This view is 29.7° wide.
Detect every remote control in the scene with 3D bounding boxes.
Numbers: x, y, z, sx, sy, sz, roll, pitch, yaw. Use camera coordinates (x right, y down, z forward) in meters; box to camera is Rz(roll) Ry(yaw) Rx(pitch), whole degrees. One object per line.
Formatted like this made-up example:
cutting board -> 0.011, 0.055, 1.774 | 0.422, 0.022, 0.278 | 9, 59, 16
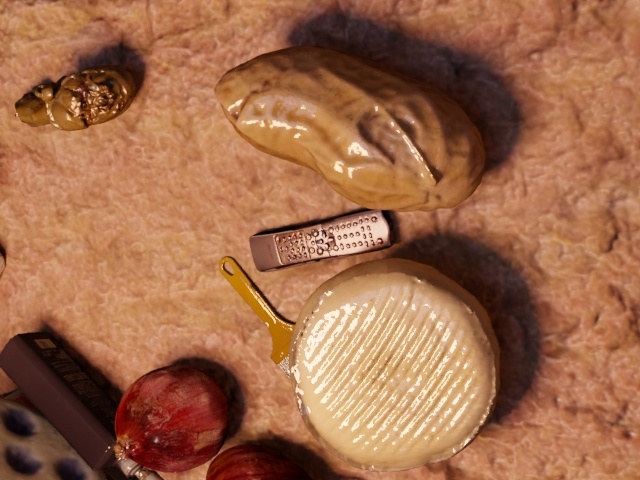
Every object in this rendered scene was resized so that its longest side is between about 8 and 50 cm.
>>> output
remote control -> 0.000, 0.000, 1.612 | 0.212, 0.028, 0.059 | -11, 95, 27

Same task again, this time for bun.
bun -> 0.097, 0.151, 1.542 | 0.287, 0.146, 0.287 | 4, 111, 10

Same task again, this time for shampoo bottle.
shampoo bottle -> -0.344, 0.258, 1.784 | 0.309, 0.098, 0.071 | 42, 102, 18

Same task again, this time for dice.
dice -> -0.485, 0.405, 1.729 | 0.264, 0.262, 0.268 | 41, 113, 11

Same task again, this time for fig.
fig -> -0.072, 0.365, 1.674 | 0.202, 0.149, 0.148 | 0, 149, 39

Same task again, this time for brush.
brush -> -0.074, 0.103, 1.685 | 0.205, 0.011, 0.083 | 50, 120, 6

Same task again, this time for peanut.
peanut -> 0.040, -0.139, 1.480 | 0.340, 0.158, 0.174 | 29, 76, 20

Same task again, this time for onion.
onion -> -0.222, 0.258, 1.696 | 0.159, 0.195, 0.159 | 10, 108, 34

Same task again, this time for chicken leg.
chicken leg -> -0.357, -0.193, 1.689 | 0.227, 0.103, 0.088 | -5, 117, 31

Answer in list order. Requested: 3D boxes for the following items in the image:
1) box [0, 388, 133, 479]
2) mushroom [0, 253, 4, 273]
box -> -0.423, 0.366, 1.887 | 0.269, 0.079, 0.135 | 37, 116, 12
mushroom -> -0.599, 0.014, 1.872 | 0.223, 0.081, 0.092 | 20, 134, 18
